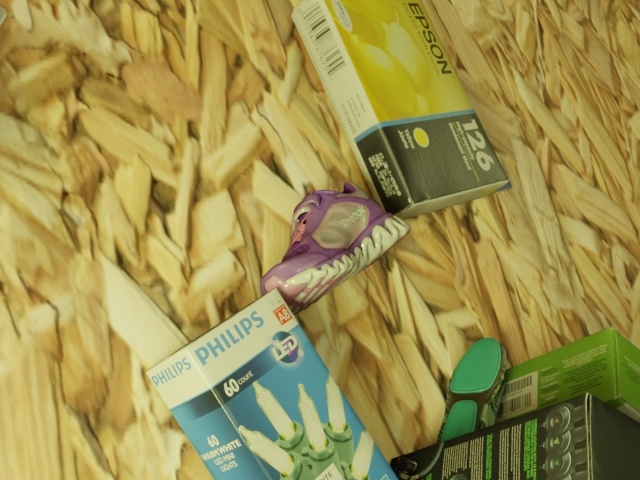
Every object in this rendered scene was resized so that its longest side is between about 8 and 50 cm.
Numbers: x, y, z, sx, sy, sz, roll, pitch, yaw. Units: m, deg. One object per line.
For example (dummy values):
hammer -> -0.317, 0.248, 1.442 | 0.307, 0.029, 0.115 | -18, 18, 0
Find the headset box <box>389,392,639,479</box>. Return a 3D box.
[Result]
headset box -> 0.245, 0.284, 0.926 | 0.246, 0.283, 0.131 | 31, 49, -26

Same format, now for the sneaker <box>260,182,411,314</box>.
sneaker -> 0.000, 0.000, 1.013 | 0.104, 0.095, 0.236 | 53, 37, 4

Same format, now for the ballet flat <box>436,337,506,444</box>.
ballet flat -> 0.180, 0.198, 1.089 | 0.070, 0.070, 0.188 | 45, 46, -14

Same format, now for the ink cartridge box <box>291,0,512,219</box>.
ink cartridge box -> 0.137, -0.193, 1.263 | 0.307, 0.072, 0.303 | -17, 78, -45

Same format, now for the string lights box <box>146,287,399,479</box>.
string lights box -> -0.033, 0.191, 0.873 | 0.133, 0.077, 0.259 | -33, 91, -46

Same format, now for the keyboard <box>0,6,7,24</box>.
keyboard -> -0.408, -0.252, 0.828 | 0.256, 0.014, 0.072 | 32, 49, -25

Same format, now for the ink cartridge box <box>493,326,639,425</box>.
ink cartridge box -> 0.354, 0.233, 1.128 | 0.255, 0.189, 0.097 | 34, 46, -26
